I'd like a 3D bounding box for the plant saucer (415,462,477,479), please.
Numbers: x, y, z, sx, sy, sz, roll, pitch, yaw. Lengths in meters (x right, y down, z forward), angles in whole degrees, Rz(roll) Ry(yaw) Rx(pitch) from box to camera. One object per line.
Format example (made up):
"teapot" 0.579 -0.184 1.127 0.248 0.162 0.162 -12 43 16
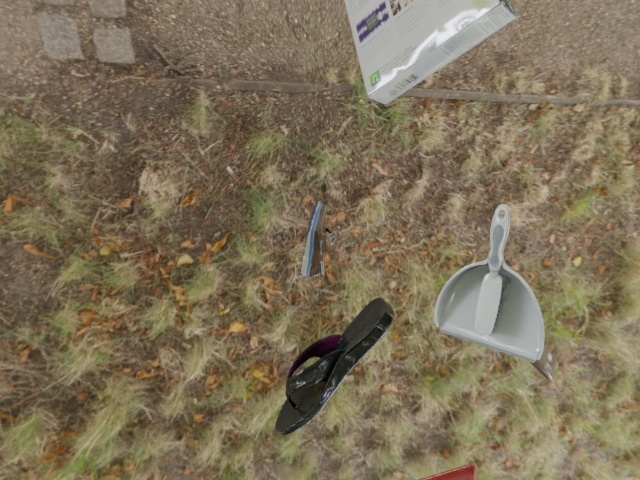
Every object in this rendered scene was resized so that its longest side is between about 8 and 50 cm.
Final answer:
"plant saucer" 0.150 0.514 0.706 0.258 0.259 0.047 -37 94 29

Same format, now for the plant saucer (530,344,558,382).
"plant saucer" 0.436 0.199 0.982 0.041 0.278 0.278 -42 104 7

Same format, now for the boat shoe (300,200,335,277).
"boat shoe" 0.000 0.000 1.000 0.066 0.066 0.183 10 110 -4

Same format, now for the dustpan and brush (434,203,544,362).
"dustpan and brush" 0.230 0.055 0.572 0.147 0.060 0.211 14 105 33

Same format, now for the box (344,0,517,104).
"box" 0.142 -0.416 0.675 0.232 0.058 0.322 -23 72 42

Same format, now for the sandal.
"sandal" 0.010 0.314 1.139 0.107 0.167 0.446 39 93 -12
